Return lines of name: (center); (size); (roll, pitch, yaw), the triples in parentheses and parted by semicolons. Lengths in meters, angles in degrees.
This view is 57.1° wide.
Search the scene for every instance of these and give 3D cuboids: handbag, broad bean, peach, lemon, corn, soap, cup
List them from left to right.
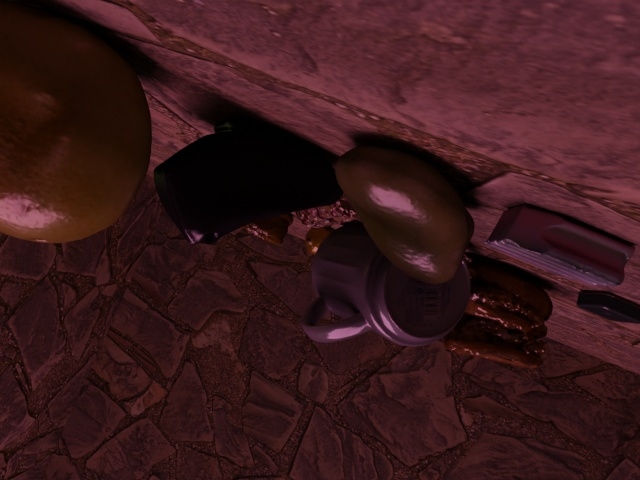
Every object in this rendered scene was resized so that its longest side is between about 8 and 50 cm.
peach: (-0.397, -0.160, 0.819); (0.316, 0.314, 0.281); (30, -170, -23)
handbag: (-0.129, -0.113, 0.970); (0.177, 0.275, 0.302); (70, 165, -12)
lemon: (0.000, 0.000, 2.067); (0.133, 0.109, 0.109); (3, -168, -44)
corn: (0.016, -0.067, 1.105); (0.092, 0.092, 0.280); (24, 175, -14)
cup: (0.113, 0.106, 1.248); (0.236, 0.323, 0.327); (56, 165, -16)
broad bean: (0.116, -0.047, 0.784); (0.189, 0.121, 0.263); (27, 164, 35)
soap: (0.290, 0.006, 0.730); (0.149, 0.056, 0.100); (23, 174, 0)

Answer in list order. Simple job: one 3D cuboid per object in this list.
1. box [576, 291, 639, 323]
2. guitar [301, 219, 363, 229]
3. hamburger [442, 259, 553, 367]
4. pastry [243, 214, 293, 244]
box: (0.542, 0.125, 1.100); (0.091, 0.031, 0.126); (23, 175, 0)
guitar: (0.037, -0.055, 1.403); (0.038, 0.083, 0.271); (28, -174, 28)
hamburger: (0.383, 0.167, 1.290); (0.261, 0.211, 0.245); (22, 174, -39)
pastry: (-0.228, -0.075, 2.200); (0.235, 0.132, 0.240); (22, 175, 6)
